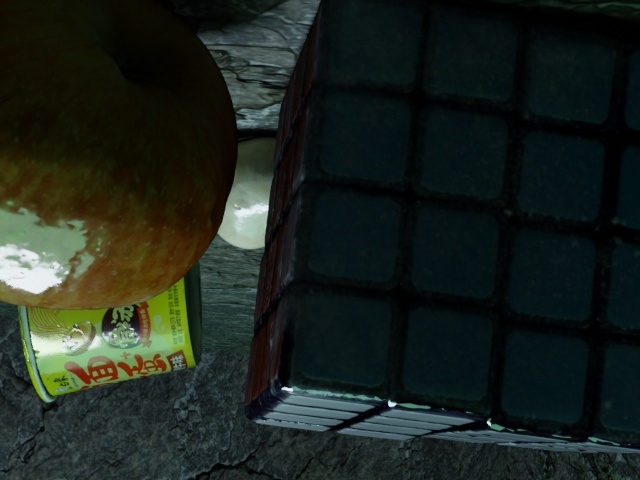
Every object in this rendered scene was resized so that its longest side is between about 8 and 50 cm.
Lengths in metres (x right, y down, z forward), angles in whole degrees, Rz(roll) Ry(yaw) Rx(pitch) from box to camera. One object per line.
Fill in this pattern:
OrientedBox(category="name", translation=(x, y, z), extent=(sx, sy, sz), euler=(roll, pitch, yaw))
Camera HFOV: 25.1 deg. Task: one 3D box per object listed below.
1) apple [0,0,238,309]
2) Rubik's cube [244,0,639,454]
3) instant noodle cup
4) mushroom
OrientedBox(category="apple", translation=(-0.206, -0.091, 1.167), extent=(0.309, 0.277, 0.250), euler=(-19, 150, -34))
OrientedBox(category="Rubik's cube", translation=(0.125, 0.004, 1.278), extent=(0.337, 0.344, 0.344), euler=(7, 171, -7))
OrientedBox(category="instant noodle cup", translation=(-0.289, 0.070, 2.032), extent=(0.222, 0.311, 0.311), euler=(-5, 169, 1))
OrientedBox(category="mushroom", translation=(-0.059, -0.058, 1.658), extent=(0.154, 0.122, 0.154), euler=(1, 131, 2))
